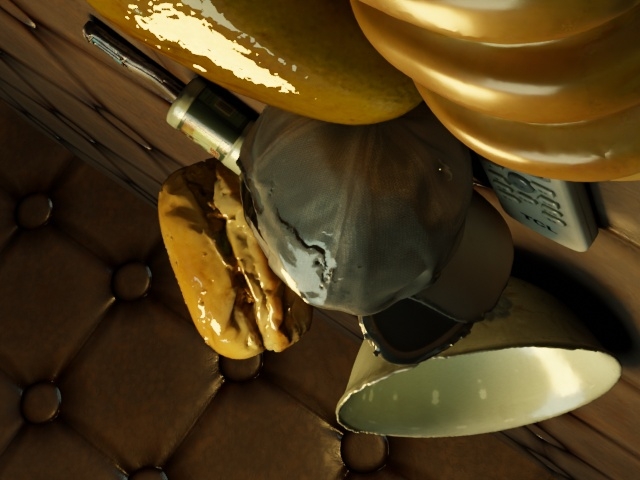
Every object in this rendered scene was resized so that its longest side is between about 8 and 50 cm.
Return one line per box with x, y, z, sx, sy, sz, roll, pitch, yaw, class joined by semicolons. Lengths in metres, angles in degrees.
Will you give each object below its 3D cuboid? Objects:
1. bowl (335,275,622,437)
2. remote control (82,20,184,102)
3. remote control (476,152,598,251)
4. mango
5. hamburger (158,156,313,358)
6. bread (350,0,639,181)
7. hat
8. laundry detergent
0.165;0.110;1.150;0.313;0.146;0.313;-6;155;-3;bowl
-0.234;-0.227;1.404;0.212;0.028;0.059;37;171;-4;remote control
0.162;-0.049;0.786;0.087;0.029;0.190;32;171;30;remote control
-0.045;-0.163;0.654;0.262;0.130;0.167;31;168;-12;mango
-0.121;0.022;1.543;0.284;0.174;0.305;-61;-46;-80;hamburger
0.066;-0.131;0.397;0.172;0.121;0.311;30;169;38;bread
0.066;-0.033;0.820;0.275;0.232;0.161;23;137;-40;hat
-0.087;-0.114;1.305;0.225;0.070;0.099;36;164;-6;laundry detergent
